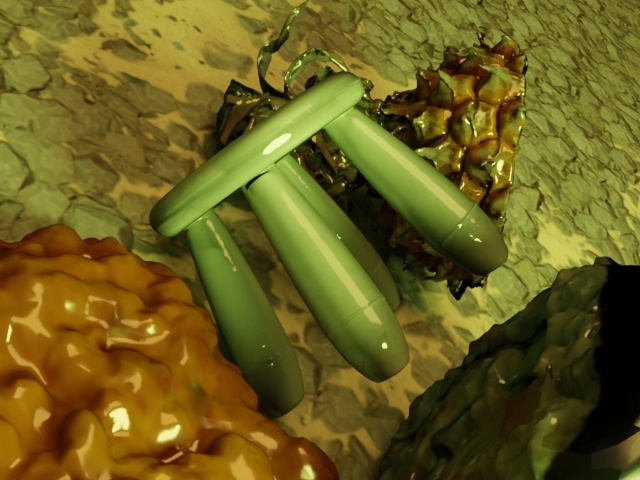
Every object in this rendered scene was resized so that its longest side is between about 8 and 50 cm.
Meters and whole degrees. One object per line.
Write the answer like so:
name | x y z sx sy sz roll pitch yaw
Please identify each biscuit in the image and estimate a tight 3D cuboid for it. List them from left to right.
biscuit | -0.157 0.111 0.592 0.318 0.110 0.312 -5 47 -46

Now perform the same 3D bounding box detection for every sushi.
sushi | 0.198 0.207 0.648 0.285 0.329 0.328 37 27 -1

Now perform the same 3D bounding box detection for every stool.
stool | 0.000 0.000 0.746 0.195 0.195 0.199 -38 93 -38

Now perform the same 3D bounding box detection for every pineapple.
pineapple | 0.034 -0.094 0.923 0.271 0.262 0.262 11 43 -4
